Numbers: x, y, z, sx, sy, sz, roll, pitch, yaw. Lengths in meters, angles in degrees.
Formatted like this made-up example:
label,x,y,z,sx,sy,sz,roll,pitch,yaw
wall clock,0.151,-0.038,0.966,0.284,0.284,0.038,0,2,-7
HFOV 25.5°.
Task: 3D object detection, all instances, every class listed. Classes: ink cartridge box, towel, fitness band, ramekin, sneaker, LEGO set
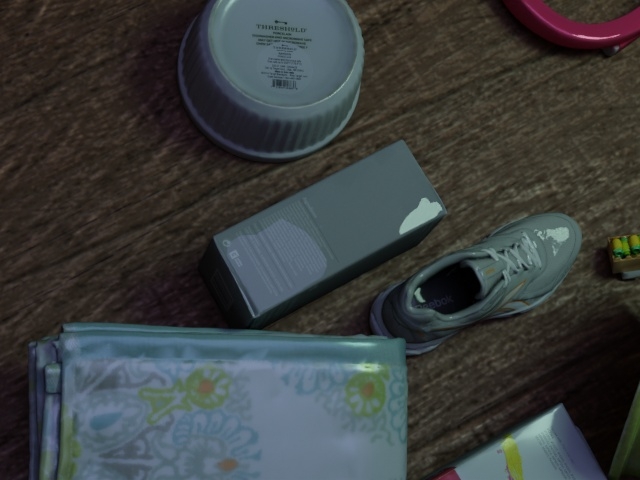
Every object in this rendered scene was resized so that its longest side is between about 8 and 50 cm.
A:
label,x,y,z,sx,sy,sz,roll,pitch,yaw
ink cartridge box,0.188,0.267,1.432,0.176,0.128,0.127,-28,82,-18
towel,-0.100,0.244,1.373,0.375,0.090,0.320,2,87,-10
fitness band,0.341,-0.344,1.702,0.291,0.054,0.209,-38,81,-21
ramekin,-0.048,-0.198,1.537,0.207,0.109,0.207,4,72,-12
sneaker,0.183,0.039,1.506,0.262,0.121,0.099,-28,82,-19
LEGO set,0.464,0.021,1.545,0.287,0.107,0.132,24,83,8

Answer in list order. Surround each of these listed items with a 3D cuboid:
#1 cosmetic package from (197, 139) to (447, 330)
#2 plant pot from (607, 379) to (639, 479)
label,x,y,z,sx,sy,sz,roll,pitch,yaw
cosmetic package,0.000,0.000,1.477,0.238,0.127,0.107,-25,80,-17
plant pot,0.453,0.154,1.411,0.254,0.276,0.276,19,69,14
